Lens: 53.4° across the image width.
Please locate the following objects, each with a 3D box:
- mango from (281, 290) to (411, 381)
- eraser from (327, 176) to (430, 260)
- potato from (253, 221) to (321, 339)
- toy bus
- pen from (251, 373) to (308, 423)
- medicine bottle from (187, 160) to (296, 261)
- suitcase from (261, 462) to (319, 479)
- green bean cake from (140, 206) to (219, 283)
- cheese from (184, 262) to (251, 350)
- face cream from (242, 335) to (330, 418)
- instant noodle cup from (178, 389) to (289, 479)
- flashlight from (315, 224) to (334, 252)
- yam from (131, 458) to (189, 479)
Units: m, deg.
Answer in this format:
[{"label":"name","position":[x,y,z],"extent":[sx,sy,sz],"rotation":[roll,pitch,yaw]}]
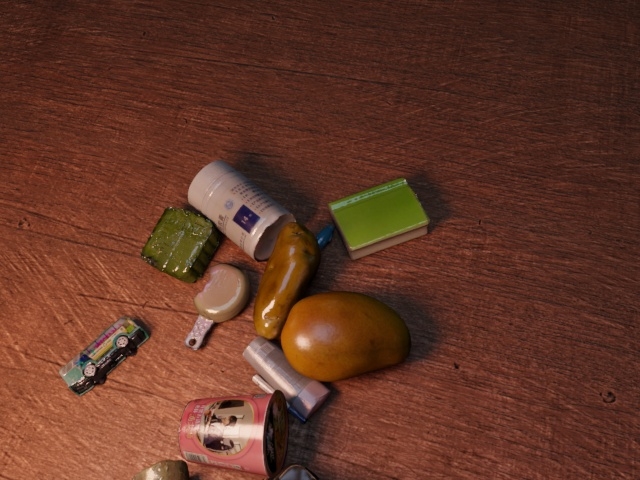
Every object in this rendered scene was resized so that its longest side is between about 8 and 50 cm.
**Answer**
[{"label":"mango","position":[0.073,0.268,1.805],"extent":[0.377,0.221,0.264],"rotation":[3,49,-11]},{"label":"eraser","position":[0.188,-0.075,2.064],"extent":[0.274,0.092,0.210],"rotation":[-21,60,-7]},{"label":"potato","position":[-0.101,0.123,1.905],"extent":[0.195,0.176,0.369],"rotation":[-2,60,46]},{"label":"toy bus","position":[-0.640,0.340,1.887],"extent":[0.109,0.091,0.261],"rotation":[36,67,29]},{"label":"pen","position":[-0.117,0.453,1.822],"extent":[0.204,0.025,0.025],"rotation":[36,69,20]},{"label":"medicine bottle","position":[-0.258,-0.100,2.049],"extent":[0.332,0.190,0.190],"rotation":[38,70,22]},{"label":"suitcase","position":[-0.009,0.750,1.519],"extent":[0.434,0.194,0.283],"rotation":[44,73,7]},{"label":"green bean cake","position":[-0.446,0.014,2.032],"extent":[0.200,0.113,0.214],"rotation":[23,73,19]},{"label":"cheese","position":[-0.328,0.204,1.945],"extent":[0.163,0.082,0.286],"rotation":[24,66,17]},{"label":"face cream","position":[-0.102,0.387,1.829],"extent":[0.269,0.073,0.107],"rotation":[37,67,22]},{"label":"instant noodle cup","position":[-0.231,0.509,1.696],"extent":[0.254,0.244,0.244],"rotation":[-1,60,14]},{"label":"flashlight","position":[0.000,0.000,2.056],"extent":[0.051,0.051,0.129],"rotation":[26,63,17]},{"label":"yam","position":[-0.403,0.712,1.617],"extent":[0.161,0.161,0.268],"rotation":[-11,61,-2]}]
